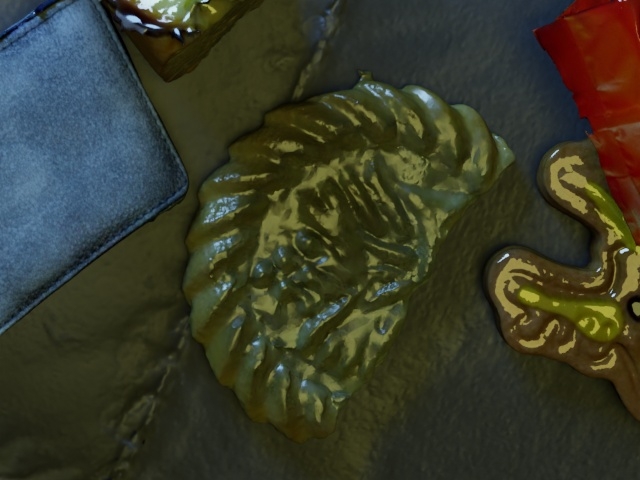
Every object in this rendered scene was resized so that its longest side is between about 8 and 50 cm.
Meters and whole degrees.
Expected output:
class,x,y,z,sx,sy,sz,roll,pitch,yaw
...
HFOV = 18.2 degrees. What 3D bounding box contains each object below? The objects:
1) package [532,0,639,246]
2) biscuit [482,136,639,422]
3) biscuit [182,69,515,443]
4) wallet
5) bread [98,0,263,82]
class,x,y,z,sx,sy,sz,roll,pitch,yaw
package,0.372,-0.162,1.410,0.423,0.123,0.196,-26,100,-11
biscuit,0.266,0.047,1.478,0.295,0.044,0.186,25,97,-16
biscuit,0.000,0.000,1.410,0.187,0.036,0.273,31,93,-16
wallet,-0.186,-0.053,1.295,0.222,0.036,0.167,-42,114,-41
bread,-0.091,-0.195,1.287,0.140,0.160,0.169,-41,107,-2
